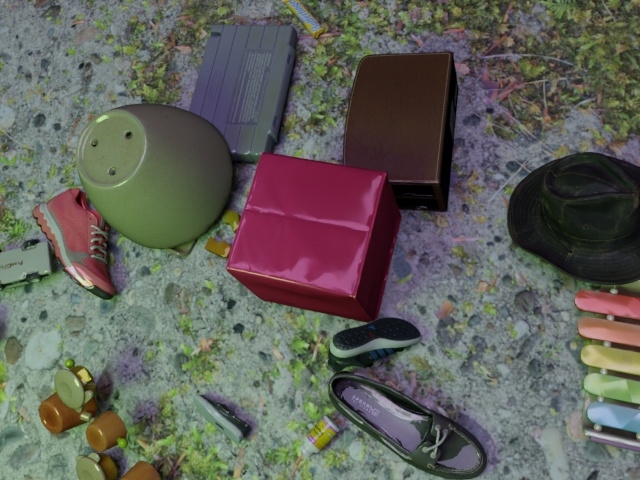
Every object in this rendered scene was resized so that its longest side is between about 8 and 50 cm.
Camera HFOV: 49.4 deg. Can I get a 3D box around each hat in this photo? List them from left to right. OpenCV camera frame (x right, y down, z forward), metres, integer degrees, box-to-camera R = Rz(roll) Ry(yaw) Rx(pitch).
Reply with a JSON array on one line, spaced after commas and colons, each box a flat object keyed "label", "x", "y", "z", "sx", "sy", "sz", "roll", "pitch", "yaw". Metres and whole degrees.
[{"label": "hat", "x": 0.522, "y": -0.083, "z": 1.323, "sx": 0.331, "sy": 0.134, "sz": 0.332, "roll": -8, "pitch": 51, "yaw": 10}]

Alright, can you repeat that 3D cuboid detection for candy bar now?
[{"label": "candy bar", "x": -0.041, "y": -0.561, "z": 1.732, "sx": 0.040, "sy": 0.018, "sz": 0.162, "roll": -35, "pitch": 66, "yaw": 0}]

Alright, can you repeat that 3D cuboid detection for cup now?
[{"label": "cup", "x": -0.388, "y": -0.163, "z": 1.510, "sx": 0.330, "sy": 0.237, "sz": 0.332, "roll": -3, "pitch": 79, "yaw": 16}]

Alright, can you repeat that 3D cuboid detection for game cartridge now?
[{"label": "game cartridge", "x": -0.190, "y": -0.357, "z": 1.676, "sx": 0.230, "sy": 0.068, "sz": 0.355, "roll": 7, "pitch": 72, "yaw": 12}]

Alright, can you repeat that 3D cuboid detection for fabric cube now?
[{"label": "fabric cube", "x": 0.000, "y": 0.000, "z": 1.399, "sx": 0.258, "sy": 0.254, "sz": 0.259, "roll": 10, "pitch": 74, "yaw": 17}]

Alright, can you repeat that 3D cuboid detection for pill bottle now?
[{"label": "pill bottle", "x": -0.003, "y": 0.389, "z": 1.378, "sx": 0.083, "sy": 0.043, "sz": 0.043, "roll": -46, "pitch": 67, "yaw": -4}]

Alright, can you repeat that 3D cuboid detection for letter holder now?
[{"label": "letter holder", "x": 0.172, "y": -0.232, "z": 1.495, "sx": 0.214, "sy": 0.152, "sz": 0.302, "roll": 3, "pitch": 72, "yaw": 17}]

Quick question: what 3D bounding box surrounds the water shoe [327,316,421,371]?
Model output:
[{"label": "water shoe", "x": 0.104, "y": 0.208, "z": 1.387, "sx": 0.203, "sy": 0.080, "sz": 0.073, "roll": -5, "pitch": 41, "yaw": -25}]

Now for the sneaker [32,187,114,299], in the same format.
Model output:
[{"label": "sneaker", "x": -0.546, "y": -0.004, "z": 1.612, "sx": 0.136, "sy": 0.116, "sz": 0.314, "roll": -38, "pitch": 67, "yaw": -3}]

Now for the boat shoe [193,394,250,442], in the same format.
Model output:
[{"label": "boat shoe", "x": -0.205, "y": 0.363, "z": 1.442, "sx": 0.142, "sy": 0.049, "sz": 0.040, "roll": 35, "pitch": 49, "yaw": 24}]

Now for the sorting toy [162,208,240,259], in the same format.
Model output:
[{"label": "sorting toy", "x": -0.314, "y": -0.081, "z": 1.620, "sx": 0.307, "sy": 0.041, "sz": 0.229, "roll": 21, "pitch": 78, "yaw": 20}]

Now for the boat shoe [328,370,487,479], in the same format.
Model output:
[{"label": "boat shoe", "x": 0.155, "y": 0.352, "z": 1.323, "sx": 0.335, "sy": 0.095, "sz": 0.112, "roll": 26, "pitch": 79, "yaw": 21}]

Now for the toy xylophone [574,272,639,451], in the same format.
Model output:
[{"label": "toy xylophone", "x": 0.586, "y": 0.222, "z": 1.269, "sx": 0.236, "sy": 0.081, "sz": 0.323, "roll": 1, "pitch": 72, "yaw": 14}]

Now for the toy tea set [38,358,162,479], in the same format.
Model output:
[{"label": "toy tea set", "x": -0.444, "y": 0.402, "z": 1.451, "sx": 0.200, "sy": 0.124, "sz": 0.336, "roll": -38, "pitch": 83, "yaw": 35}]

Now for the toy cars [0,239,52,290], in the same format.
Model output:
[{"label": "toy cars", "x": -0.777, "y": 0.149, "z": 1.637, "sx": 0.176, "sy": 0.087, "sz": 0.394, "roll": 35, "pitch": 79, "yaw": 17}]
